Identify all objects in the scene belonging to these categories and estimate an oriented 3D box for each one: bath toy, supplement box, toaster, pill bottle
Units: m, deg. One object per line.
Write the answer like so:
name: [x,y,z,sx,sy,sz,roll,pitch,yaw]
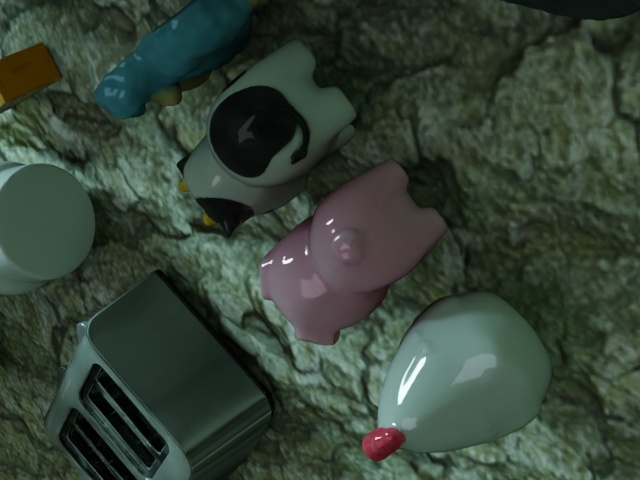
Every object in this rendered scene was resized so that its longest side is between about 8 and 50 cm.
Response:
bath toy: [0.000,0.000,0.779,0.348,0.129,0.151,51,173,9]
supplement box: [-0.273,-0.128,1.011,0.098,0.062,0.036,-15,105,49]
toaster: [-0.137,0.147,1.017,0.186,0.110,0.168,47,139,11]
pill bottle: [-0.299,-0.007,1.070,0.208,0.119,0.119,-8,109,46]

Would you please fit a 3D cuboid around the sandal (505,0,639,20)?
sandal: [-0.021,-0.206,0.655,0.445,0.107,0.167,19,144,35]
